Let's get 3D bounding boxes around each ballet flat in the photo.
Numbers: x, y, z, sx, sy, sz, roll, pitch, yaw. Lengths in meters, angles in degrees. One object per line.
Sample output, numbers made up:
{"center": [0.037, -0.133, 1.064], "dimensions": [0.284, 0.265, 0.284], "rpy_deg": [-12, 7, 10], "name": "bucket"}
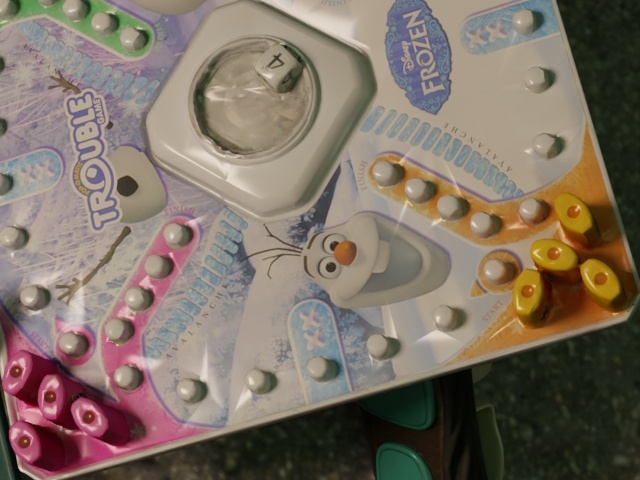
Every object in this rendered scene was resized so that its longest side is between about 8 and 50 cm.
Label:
{"center": [0.070, 0.110, 1.248], "dimensions": [0.096, 0.095, 0.280], "rpy_deg": [-36, 129, -36], "name": "ballet flat"}

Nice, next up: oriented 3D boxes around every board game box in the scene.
{"center": [-0.043, -0.087, 1.163], "dimensions": [0.390, 0.050, 0.390], "rpy_deg": [-16, 73, 8], "name": "board game box"}

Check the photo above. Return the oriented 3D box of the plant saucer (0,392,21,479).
{"center": [-0.228, 0.112, 1.181], "dimensions": [0.067, 0.018, 0.192], "rpy_deg": [-18, 124, -18], "name": "plant saucer"}
